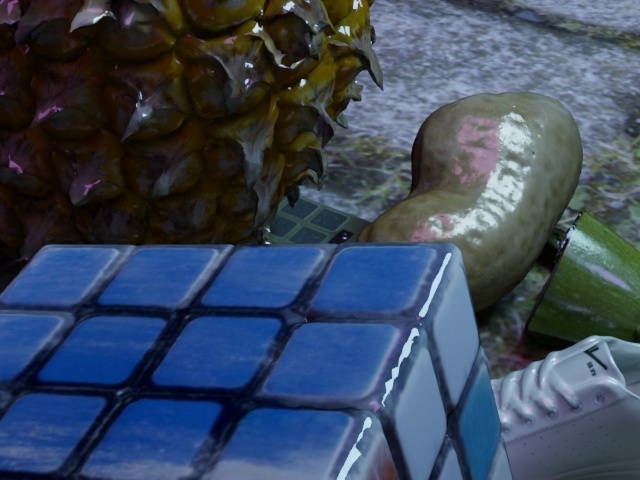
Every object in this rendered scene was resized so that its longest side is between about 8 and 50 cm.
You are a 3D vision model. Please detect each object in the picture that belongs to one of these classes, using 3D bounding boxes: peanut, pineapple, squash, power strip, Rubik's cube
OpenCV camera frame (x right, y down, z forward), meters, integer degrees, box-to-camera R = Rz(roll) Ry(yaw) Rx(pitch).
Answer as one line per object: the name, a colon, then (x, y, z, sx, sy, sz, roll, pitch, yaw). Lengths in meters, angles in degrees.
peanut: (0.117, -0.027, 1.056, 0.137, 0.122, 0.253, 39, 56, -10)
pineapple: (-0.127, -0.156, 0.983, 0.352, 0.300, 0.352, 15, 41, -13)
squash: (0.233, 0.048, 1.010, 0.132, 0.105, 0.105, 26, 42, 11)
power strip: (0.000, 0.000, 1.108, 0.168, 0.028, 0.076, 22, 41, 25)
Rubik's cube: (-0.055, 0.169, 0.658, 0.258, 0.253, 0.256, 0, 35, 23)

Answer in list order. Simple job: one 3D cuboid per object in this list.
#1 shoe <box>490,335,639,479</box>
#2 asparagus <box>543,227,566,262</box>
shoe: (0.158, 0.110, 0.901, 0.264, 0.110, 0.095, -3, 38, -10)
asparagus: (0.166, -0.038, 1.162, 0.034, 0.027, 0.236, -22, 41, -12)
